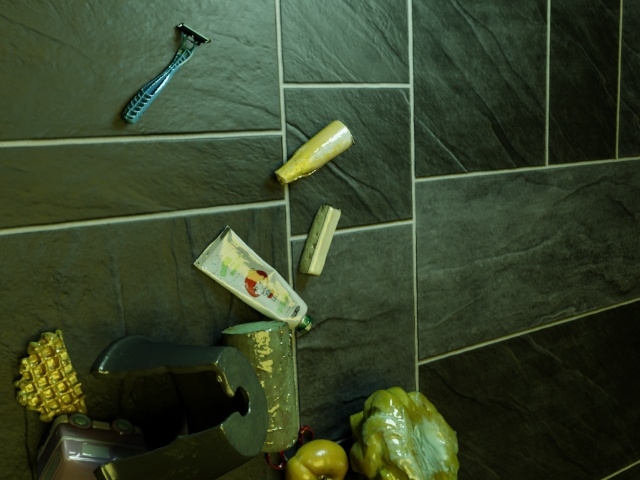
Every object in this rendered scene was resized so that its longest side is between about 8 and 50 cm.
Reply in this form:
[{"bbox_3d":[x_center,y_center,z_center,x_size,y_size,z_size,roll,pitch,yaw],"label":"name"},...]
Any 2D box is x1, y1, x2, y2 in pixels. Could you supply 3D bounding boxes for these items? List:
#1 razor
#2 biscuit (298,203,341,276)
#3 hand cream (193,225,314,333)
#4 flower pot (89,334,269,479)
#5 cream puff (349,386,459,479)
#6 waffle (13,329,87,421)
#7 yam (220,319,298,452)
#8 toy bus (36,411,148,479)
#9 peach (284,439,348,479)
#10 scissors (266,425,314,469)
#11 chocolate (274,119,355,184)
[{"bbox_3d":[-0.338,-0.352,1.461,0.082,0.042,0.253,32,76,11],"label":"razor"},{"bbox_3d":[0.000,0.000,1.725,0.052,0.056,0.188,20,86,-35],"label":"biscuit"},{"bbox_3d":[-0.147,0.112,1.647,0.336,0.076,0.121,43,71,-23],"label":"hand cream"},{"bbox_3d":[-0.259,0.353,1.386,0.379,0.251,0.379,-19,90,-73],"label":"flower pot"},{"bbox_3d":[0.196,0.578,1.801,0.378,0.275,0.378,40,36,-37],"label":"cream puff"},{"bbox_3d":[-0.545,0.281,1.406,0.161,0.046,0.192,15,89,-34],"label":"waffle"},{"bbox_3d":[-0.142,0.337,1.612,0.168,0.168,0.304,-11,104,-32],"label":"yam"},{"bbox_3d":[-0.467,0.459,1.405,0.202,0.142,0.142,21,106,-33],"label":"toy bus"},{"bbox_3d":[-0.010,0.598,1.753,0.179,0.103,0.179,-8,104,-32],"label":"peach"},{"bbox_3d":[-0.057,0.623,1.797,0.144,0.017,0.247,-23,110,-29],"label":"scissors"},{"bbox_3d":[-0.023,-0.211,1.676,0.219,0.086,0.085,-36,115,-20],"label":"chocolate"}]
